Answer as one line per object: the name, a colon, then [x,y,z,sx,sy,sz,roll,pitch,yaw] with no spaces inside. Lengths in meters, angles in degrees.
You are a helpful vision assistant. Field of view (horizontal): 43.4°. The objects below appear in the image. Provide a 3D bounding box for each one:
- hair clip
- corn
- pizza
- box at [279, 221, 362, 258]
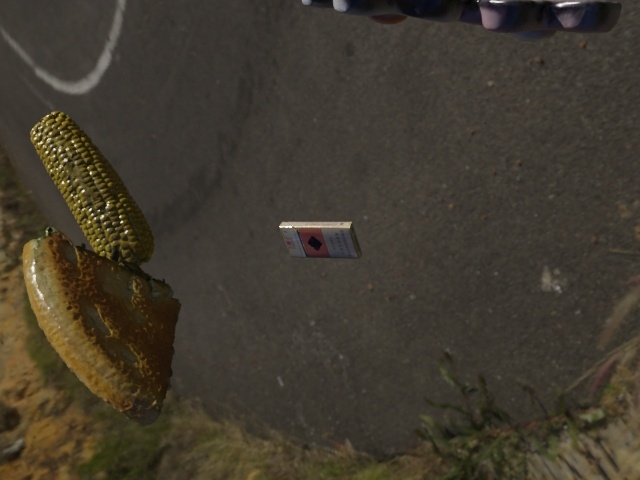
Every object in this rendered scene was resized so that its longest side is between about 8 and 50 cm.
hair clip: [0.111,-0.198,0.647,0.146,0.257,0.075,-64,-12,-75]
corn: [-0.363,-0.071,1.318,0.310,0.101,0.101,60,159,2]
pizza: [-0.270,0.105,1.059,0.289,0.229,0.081,50,118,10]
box: [0.000,0.000,0.870,0.083,0.012,0.046,0,132,25]
